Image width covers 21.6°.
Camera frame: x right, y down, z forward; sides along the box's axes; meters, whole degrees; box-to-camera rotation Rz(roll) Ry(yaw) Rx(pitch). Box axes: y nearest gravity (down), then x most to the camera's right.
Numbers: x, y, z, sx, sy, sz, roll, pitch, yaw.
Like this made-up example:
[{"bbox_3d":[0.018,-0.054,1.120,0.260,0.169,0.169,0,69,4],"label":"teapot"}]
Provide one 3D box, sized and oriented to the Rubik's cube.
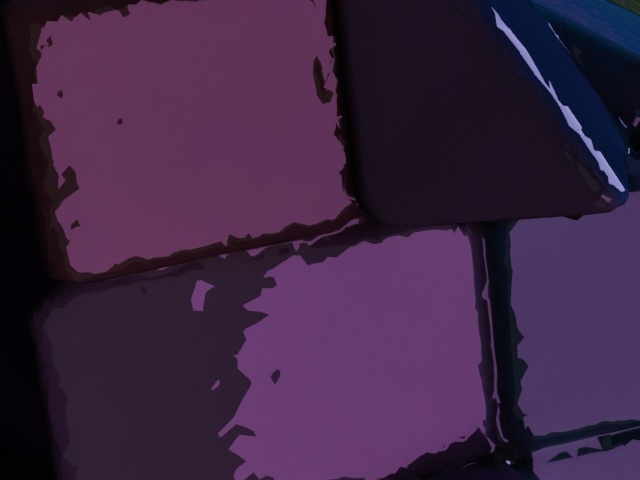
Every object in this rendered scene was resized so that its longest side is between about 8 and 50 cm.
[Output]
[{"bbox_3d":[0.000,0.000,0.676,0.387,0.368,0.358,-25,115,-43],"label":"Rubik's cube"}]
